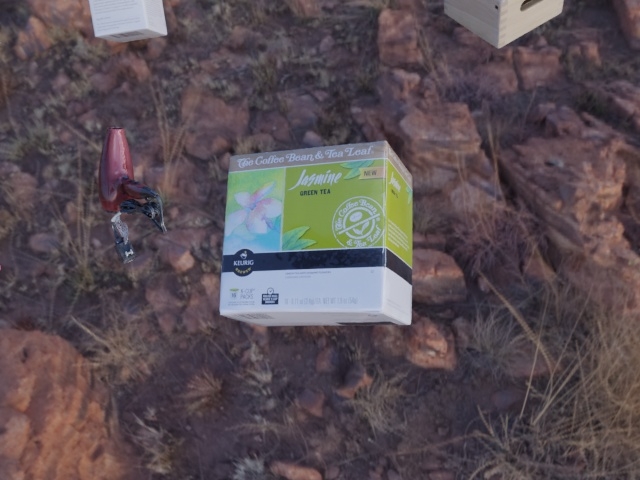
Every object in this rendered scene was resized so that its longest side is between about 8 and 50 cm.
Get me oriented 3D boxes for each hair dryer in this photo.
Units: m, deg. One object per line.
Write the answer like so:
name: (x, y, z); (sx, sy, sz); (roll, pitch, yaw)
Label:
hair dryer: (-0.406, -0.115, 1.483); (0.080, 0.224, 0.293); (-10, 71, -48)

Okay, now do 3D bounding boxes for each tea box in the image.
tea box: (0.000, 0.000, 1.352); (0.329, 0.220, 0.323); (-4, 75, 20)

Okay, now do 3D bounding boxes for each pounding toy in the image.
pounding toy: (0.241, -0.347, 0.881); (0.141, 0.100, 0.130); (-32, 54, -13)

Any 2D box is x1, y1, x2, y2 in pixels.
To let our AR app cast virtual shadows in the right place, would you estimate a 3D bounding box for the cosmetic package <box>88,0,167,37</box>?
cosmetic package: (-0.518, -0.638, 1.824); (0.151, 0.151, 0.183); (-5, 99, 9)
